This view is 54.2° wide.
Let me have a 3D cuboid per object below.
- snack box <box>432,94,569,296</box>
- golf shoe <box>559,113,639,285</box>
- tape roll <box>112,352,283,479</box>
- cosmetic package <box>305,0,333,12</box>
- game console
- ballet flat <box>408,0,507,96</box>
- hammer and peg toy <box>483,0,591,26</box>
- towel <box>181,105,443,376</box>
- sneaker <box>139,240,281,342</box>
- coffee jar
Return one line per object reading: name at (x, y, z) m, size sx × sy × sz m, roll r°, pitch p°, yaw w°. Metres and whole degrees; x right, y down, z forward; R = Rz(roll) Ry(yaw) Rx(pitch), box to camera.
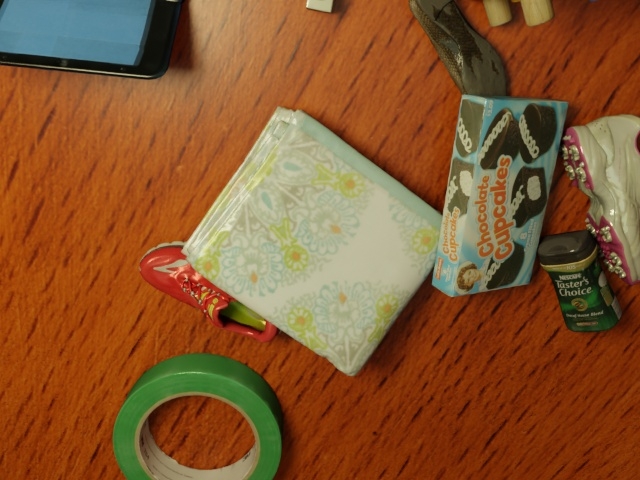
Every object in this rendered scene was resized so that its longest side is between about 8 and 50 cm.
snack box at (0.294, -0.073, 1.035) m, size 0.187 × 0.060 × 0.322 m, roll -6°, pitch 112°, yaw -30°
golf shoe at (0.515, -0.068, 1.055) m, size 0.140 × 0.115 × 0.306 m, roll -24°, pitch 108°, yaw 4°
tape roll at (-0.233, 0.377, 1.216) m, size 0.321 × 0.077 × 0.321 m, roll 0°, pitch 109°, yaw 0°
cosmetic package at (0.007, -0.411, 0.959) m, size 0.041 × 0.060 × 0.115 m, roll 10°, pitch 107°, yaw -4°
game console at (-0.354, -0.390, 0.898) m, size 0.293 × 0.173 × 0.250 m, roll 5°, pitch 122°, yaw -3°
ballet flat at (0.217, -0.310, 1.004) m, size 0.084 × 0.058 × 0.250 m, roll -45°, pitch 111°, yaw -9°
hammer and peg toy at (0.397, -0.414, 0.853) m, size 0.361 × 0.266 × 0.127 m, roll -20°, pitch 108°, yaw 7°
towel at (0.000, 0.000, 1.056) m, size 0.374 × 0.090 × 0.320 m, roll 36°, pitch 93°, yaw -8°
sneaker at (-0.187, 0.092, 1.097) m, size 0.279 × 0.118 × 0.107 m, roll 25°, pitch 106°, yaw -9°
coffee jar at (0.456, 0.070, 1.107) m, size 0.096 × 0.079 × 0.184 m, roll -12°, pitch 113°, yaw 45°
